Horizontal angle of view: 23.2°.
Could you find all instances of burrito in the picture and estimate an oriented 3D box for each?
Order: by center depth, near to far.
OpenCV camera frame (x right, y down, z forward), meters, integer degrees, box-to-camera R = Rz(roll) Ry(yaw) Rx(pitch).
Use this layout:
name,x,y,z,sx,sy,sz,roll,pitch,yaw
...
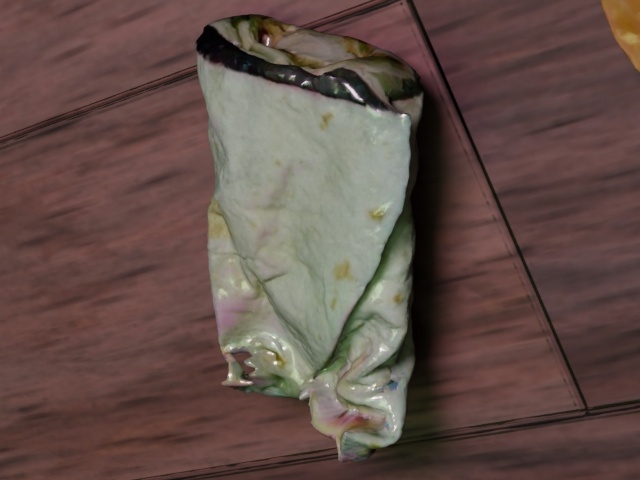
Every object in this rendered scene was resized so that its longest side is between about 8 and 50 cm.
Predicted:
name,x,y,z,sx,sy,sz,roll,pitch,yaw
burrito,0.000,0.000,0.840,0.144,0.089,0.229,23,126,37

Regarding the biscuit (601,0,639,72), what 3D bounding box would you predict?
name,x,y,z,sx,sy,sz,roll,pitch,yaw
biscuit,0.218,-0.213,0.607,0.269,0.051,0.376,33,129,9
